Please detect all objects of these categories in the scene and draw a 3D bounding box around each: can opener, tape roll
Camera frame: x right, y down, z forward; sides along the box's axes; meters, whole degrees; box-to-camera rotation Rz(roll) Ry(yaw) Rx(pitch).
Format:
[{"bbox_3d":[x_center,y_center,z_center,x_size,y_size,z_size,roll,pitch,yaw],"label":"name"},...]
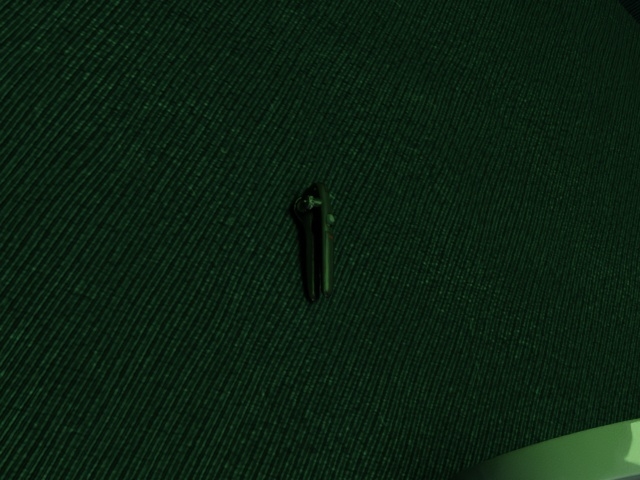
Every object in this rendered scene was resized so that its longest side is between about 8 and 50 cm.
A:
[{"bbox_3d":[0.000,0.000,1.663,0.073,0.059,0.186,21,53,-36],"label":"can opener"},{"bbox_3d":[0.370,0.328,1.584,0.392,0.392,0.072,7,61,-42],"label":"tape roll"}]
